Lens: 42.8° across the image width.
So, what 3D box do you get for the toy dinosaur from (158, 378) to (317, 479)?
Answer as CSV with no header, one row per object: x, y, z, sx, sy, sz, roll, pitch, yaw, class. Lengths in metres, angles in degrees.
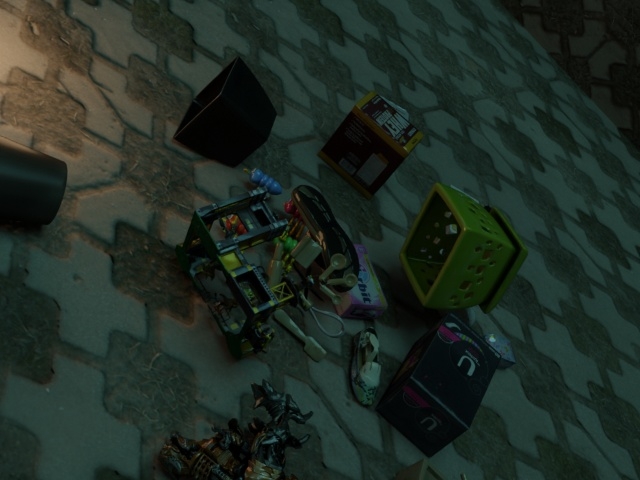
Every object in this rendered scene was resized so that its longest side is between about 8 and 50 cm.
-0.108,0.390,1.416,0.322,0.164,0.218,31,43,-8,toy dinosaur

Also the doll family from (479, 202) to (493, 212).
0.485,-0.048,2.390,0.111,0.076,0.193,-5,61,-47,doll family

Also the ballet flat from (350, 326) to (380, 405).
0.103,0.266,1.778,0.070,0.070,0.188,20,43,-23,ballet flat

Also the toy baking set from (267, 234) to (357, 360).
-0.028,0.118,1.750,0.196,0.030,0.256,16,80,-1,toy baking set

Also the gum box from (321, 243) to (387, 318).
0.076,0.098,1.917,0.107,0.062,0.188,6,50,-35,gum box

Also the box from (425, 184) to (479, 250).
0.362,-0.035,2.237,0.103,0.114,0.203,29,38,-16,box

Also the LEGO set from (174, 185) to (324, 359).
-0.131,0.056,1.639,0.192,0.255,0.331,-22,60,-30,LEGO set

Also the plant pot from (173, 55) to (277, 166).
-0.215,-0.295,1.975,0.167,0.187,0.188,40,37,-22,plant pot

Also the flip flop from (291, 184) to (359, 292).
0.000,0.000,1.866,0.112,0.080,0.277,-3,59,-52,flip flop

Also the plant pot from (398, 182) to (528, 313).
0.342,0.029,1.923,0.207,0.228,0.227,15,28,-21,plant pot

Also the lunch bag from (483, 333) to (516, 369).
0.442,0.278,2.053,0.083,0.053,0.071,24,42,-34,lunch bag

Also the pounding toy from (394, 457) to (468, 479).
0.237,0.537,1.613,0.206,0.094,0.181,45,33,-9,pounding toy

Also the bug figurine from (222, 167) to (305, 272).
-0.112,-0.056,1.903,0.216,0.072,0.279,31,39,-12,bug figurine

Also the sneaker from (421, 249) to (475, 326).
0.343,0.107,2.100,0.153,0.094,0.235,-24,60,-40,sneaker

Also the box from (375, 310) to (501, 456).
0.265,0.310,1.804,0.165,0.143,0.270,41,39,1,box

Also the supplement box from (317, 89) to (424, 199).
0.135,-0.257,2.200,0.191,0.194,0.129,42,38,1,supplement box

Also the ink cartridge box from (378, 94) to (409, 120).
0.189,-0.334,2.415,0.127,0.072,0.175,27,40,-15,ink cartridge box

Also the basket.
-0.599,-0.118,1.509,0.226,0.154,0.204,16,42,-33,basket
